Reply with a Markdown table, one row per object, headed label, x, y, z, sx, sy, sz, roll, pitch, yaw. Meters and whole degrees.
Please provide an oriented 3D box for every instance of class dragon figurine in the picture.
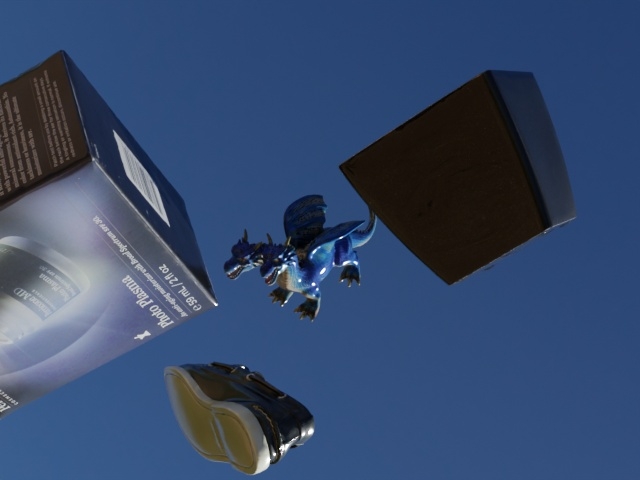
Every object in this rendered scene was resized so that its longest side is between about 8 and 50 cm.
| label | x | y | z | sx | sy | sz | roll | pitch | yaw |
| --- | --- | --- | --- | --- | --- | --- | --- | --- | --- |
| dragon figurine | 0.000 | 0.000 | 1.614 | 0.085 | 0.289 | 0.144 | 31 | -40 | 30 |

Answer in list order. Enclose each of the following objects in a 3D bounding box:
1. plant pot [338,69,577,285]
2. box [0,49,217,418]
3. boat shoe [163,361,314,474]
| label | x | y | z | sx | sy | sz | roll | pitch | yaw |
| --- | --- | --- | --- | --- | --- | --- | --- | --- | --- |
| plant pot | 0.163 | -0.059 | 1.350 | 0.187 | 0.188 | 0.167 | -32 | -98 | 23 |
| box | -0.314 | 0.006 | 1.390 | 0.296 | 0.294 | 0.183 | 55 | 10 | -50 |
| boat shoe | -0.110 | 0.220 | 1.718 | 0.340 | 0.113 | 0.127 | 1 | -71 | 66 |
